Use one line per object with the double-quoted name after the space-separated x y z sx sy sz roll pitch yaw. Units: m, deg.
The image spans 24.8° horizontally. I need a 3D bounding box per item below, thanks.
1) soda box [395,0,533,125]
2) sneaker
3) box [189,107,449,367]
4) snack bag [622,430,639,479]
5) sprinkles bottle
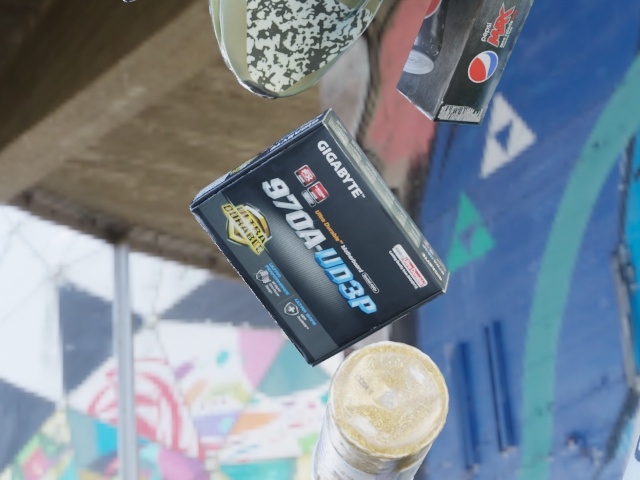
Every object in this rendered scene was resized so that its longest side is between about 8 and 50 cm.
0.122 -0.178 1.148 0.053 0.060 0.169 0 -56 -38 "soda box"
0.059 -0.257 1.016 0.158 0.182 0.410 22 -65 -29 "sneaker"
0.000 0.000 1.493 0.175 0.051 0.220 -31 -75 21 "box"
0.271 0.040 0.724 0.037 0.342 0.323 35 -34 -10 "snack bag"
0.057 0.213 1.570 0.121 0.121 0.355 -2 -21 -4 "sprinkles bottle"
